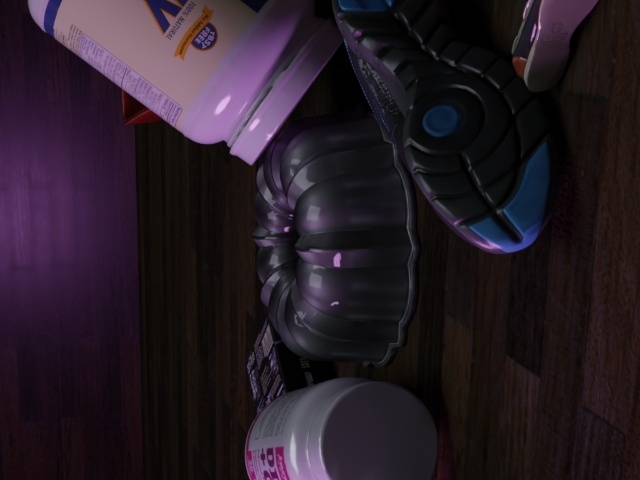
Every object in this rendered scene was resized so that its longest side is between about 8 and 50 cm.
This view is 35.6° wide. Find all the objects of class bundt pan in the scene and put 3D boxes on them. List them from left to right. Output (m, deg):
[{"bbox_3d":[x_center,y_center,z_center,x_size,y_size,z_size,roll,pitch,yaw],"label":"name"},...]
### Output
[{"bbox_3d":[0.000,0.000,1.230,0.331,0.124,0.330,176,90,-72],"label":"bundt pan"}]

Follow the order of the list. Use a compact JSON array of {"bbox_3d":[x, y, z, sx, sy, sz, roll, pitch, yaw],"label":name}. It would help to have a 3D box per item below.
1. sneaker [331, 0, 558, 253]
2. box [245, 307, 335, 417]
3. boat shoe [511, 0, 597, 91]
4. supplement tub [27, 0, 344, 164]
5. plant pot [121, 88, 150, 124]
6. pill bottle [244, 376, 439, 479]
[{"bbox_3d":[0.121,-0.113,0.916,0.139,0.125,0.340,65,-177,-54],"label":"sneaker"},{"bbox_3d":[-0.046,0.203,1.470,0.180,0.078,0.147,112,148,-52],"label":"box"},{"bbox_3d":[0.182,-0.180,0.779,0.137,0.049,0.043,101,159,-48],"label":"boat shoe"},{"bbox_3d":[-0.154,-0.265,1.198,0.235,0.325,0.235,-53,5,6],"label":"supplement tub"},{"bbox_3d":[-0.162,-0.315,1.472,0.267,0.236,0.267,-175,83,-71],"label":"plant pot"},{"bbox_3d":[0.020,0.242,1.153,0.283,0.161,0.160,142,122,-68],"label":"pill bottle"}]
